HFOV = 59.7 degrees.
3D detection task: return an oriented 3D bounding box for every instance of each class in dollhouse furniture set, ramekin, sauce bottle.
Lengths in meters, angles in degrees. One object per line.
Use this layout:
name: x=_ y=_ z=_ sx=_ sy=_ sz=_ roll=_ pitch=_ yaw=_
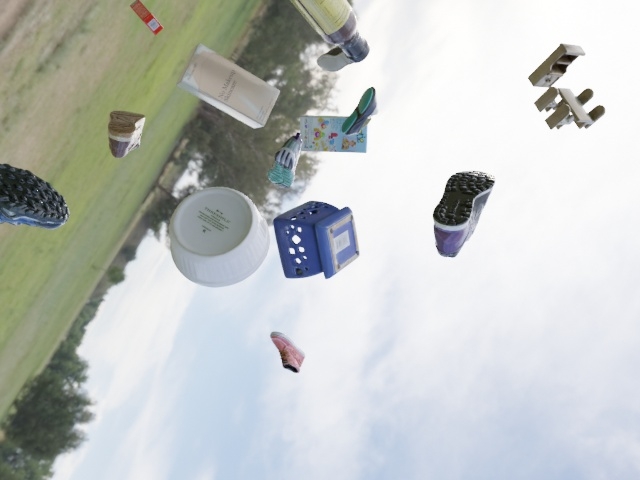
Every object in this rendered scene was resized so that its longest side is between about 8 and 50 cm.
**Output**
dollhouse furniture set: x=0.831 y=-0.505 z=1.850 sx=0.161 sy=0.212 sz=0.242 roll=-49 pitch=-124 yaw=49
ramekin: x=-0.276 y=-0.020 z=1.483 sx=0.127 sy=0.273 sz=0.273 roll=87 pitch=24 yaw=-62
sauce bottle: x=0.020 y=-0.576 z=1.415 sx=0.111 sy=0.344 sz=0.111 roll=-11 pitch=-114 yaw=27

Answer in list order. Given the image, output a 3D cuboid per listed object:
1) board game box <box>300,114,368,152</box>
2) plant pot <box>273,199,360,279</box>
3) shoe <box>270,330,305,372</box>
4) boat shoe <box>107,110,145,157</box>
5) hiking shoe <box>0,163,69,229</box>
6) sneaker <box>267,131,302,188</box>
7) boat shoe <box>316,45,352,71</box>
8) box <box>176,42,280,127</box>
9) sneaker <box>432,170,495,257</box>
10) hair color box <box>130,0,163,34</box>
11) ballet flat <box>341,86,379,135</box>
board game box: x=0.064 y=-0.443 z=2.305 sx=0.142 sy=0.275 sz=0.144 roll=-57 pitch=149 yaw=-71
plant pot: x=0.000 y=0.000 z=1.960 sx=0.212 sy=0.236 sz=0.236 roll=5 pitch=-156 yaw=36
shoe: x=-0.126 y=0.411 z=2.040 sx=0.063 sy=0.178 sz=0.081 roll=-22 pitch=-145 yaw=35
boat shoe: x=-0.716 y=-0.389 z=2.043 sx=0.342 sy=0.123 sz=0.123 roll=-115 pitch=-145 yaw=-61
hiking shoe: x=-0.643 y=-0.077 z=1.058 sx=0.132 sy=0.304 sz=0.113 roll=-45 pitch=-139 yaw=36
sneaker: x=-0.093 y=-0.233 z=1.654 sx=0.098 sy=0.083 sz=0.223 roll=-58 pitch=-177 yaw=-21
boat shoe: x=0.071 y=-0.654 z=1.974 sx=0.206 sy=0.075 sz=0.065 roll=2 pitch=-125 yaw=48
box: x=-0.314 y=-0.519 z=1.896 sx=0.121 sy=0.311 sz=0.148 roll=18 pitch=-96 yaw=65
sneaker: x=0.336 y=-0.066 z=1.342 sx=0.283 sy=0.107 sz=0.124 roll=-45 pitch=142 yaw=-42
hair color box: x=-0.620 y=-0.797 z=1.987 sx=0.043 sy=0.072 sz=0.141 roll=-40 pitch=-126 yaw=1
ballet flat: x=0.139 y=-0.402 z=1.746 sx=0.203 sy=0.074 sz=0.074 roll=-49 pitch=-162 yaw=49
